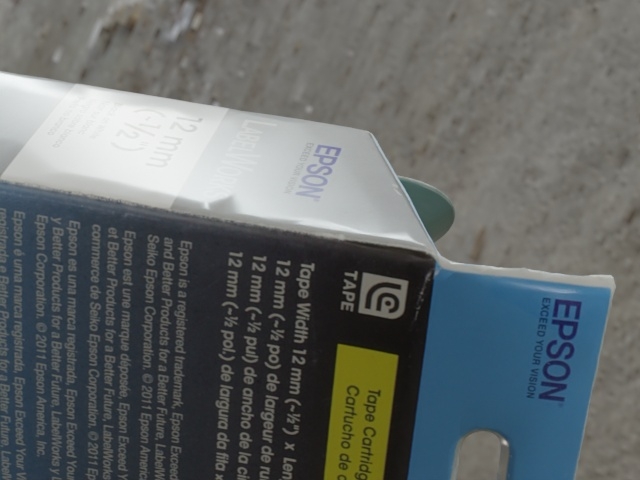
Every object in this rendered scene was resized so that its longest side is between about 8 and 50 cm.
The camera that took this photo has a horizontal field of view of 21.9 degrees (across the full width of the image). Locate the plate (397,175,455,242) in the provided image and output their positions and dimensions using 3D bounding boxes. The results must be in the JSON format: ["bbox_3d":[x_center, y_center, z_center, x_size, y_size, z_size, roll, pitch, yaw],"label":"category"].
[{"bbox_3d":[0.000,0.000,1.131,0.188,0.188,0.024,-39,51,54],"label":"plate"}]

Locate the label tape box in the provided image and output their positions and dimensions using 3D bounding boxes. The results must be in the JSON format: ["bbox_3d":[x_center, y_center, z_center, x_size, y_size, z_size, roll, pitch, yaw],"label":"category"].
[{"bbox_3d":[-0.054,0.070,0.774,0.115,0.347,0.249,-69,-13,-59],"label":"label tape box"}]
